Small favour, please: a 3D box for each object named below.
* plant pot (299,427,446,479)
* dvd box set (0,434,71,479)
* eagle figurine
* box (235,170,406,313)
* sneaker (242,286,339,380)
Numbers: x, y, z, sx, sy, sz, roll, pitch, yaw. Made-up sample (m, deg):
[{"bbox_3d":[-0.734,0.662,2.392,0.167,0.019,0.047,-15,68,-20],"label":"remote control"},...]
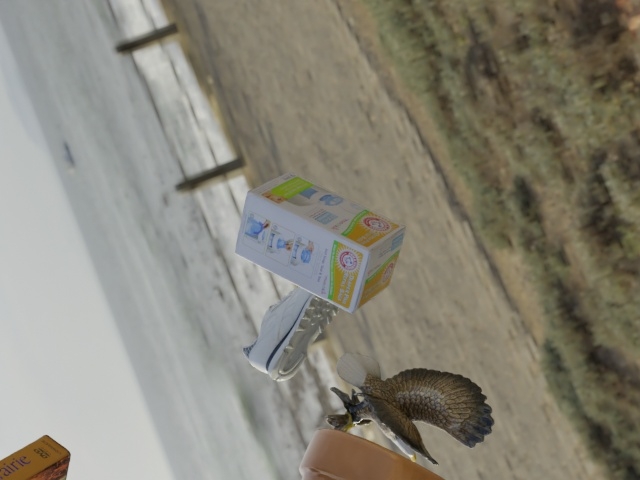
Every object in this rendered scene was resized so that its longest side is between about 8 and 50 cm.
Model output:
[{"bbox_3d":[0.072,0.417,1.686,0.291,0.203,0.291,27,163,9],"label":"plant pot"},{"bbox_3d":[-0.535,0.484,1.719,0.062,0.420,0.307,28,119,23],"label":"dvd box set"},{"bbox_3d":[0.160,0.342,2.403,0.225,0.226,0.298,35,151,-30],"label":"eagle figurine"},{"bbox_3d":[0.000,0.000,1.719,0.203,0.114,0.103,27,121,22],"label":"box"},{"bbox_3d":[-0.041,0.121,2.081,0.095,0.235,0.090,31,170,39],"label":"sneaker"}]
